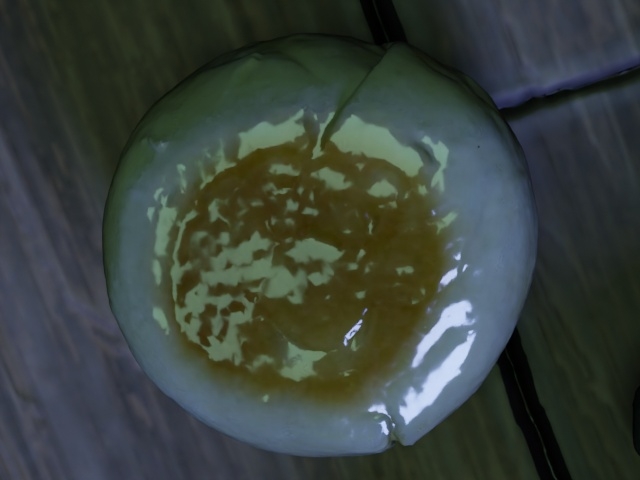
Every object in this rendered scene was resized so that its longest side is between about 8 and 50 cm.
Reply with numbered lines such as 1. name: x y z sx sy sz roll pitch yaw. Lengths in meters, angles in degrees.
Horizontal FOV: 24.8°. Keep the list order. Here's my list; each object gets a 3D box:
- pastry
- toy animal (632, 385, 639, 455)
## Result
1. pastry: 0.000 0.000 0.524 0.156 0.092 0.156 2 101 9
2. toy animal: 0.208 0.023 0.477 0.233 0.084 0.148 -6 63 33
